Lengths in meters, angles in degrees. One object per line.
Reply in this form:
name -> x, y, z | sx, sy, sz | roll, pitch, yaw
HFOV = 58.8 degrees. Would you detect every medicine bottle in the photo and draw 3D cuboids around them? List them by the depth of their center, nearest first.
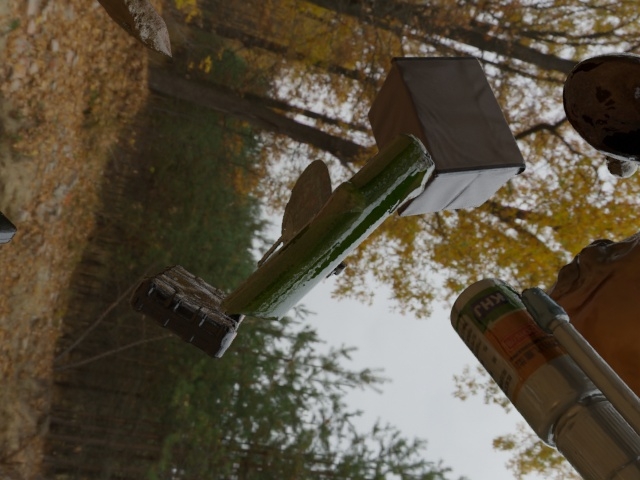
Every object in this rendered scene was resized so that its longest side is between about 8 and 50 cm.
medicine bottle -> 0.164, 0.096, 0.377 | 0.220, 0.062, 0.092 | -121, -164, -54

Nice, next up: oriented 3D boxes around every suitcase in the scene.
suitcase -> -0.259, 0.134, 1.162 | 0.066, 0.206, 0.285 | -58, -175, 2

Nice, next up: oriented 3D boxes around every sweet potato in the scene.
sweet potato -> -0.277, -0.335, 0.779 | 0.060, 0.206, 0.068 | -46, -159, 5

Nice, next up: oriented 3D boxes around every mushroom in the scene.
mushroom -> 0.432, -0.147, 0.801 | 0.147, 0.227, 0.217 | -56, 168, -9

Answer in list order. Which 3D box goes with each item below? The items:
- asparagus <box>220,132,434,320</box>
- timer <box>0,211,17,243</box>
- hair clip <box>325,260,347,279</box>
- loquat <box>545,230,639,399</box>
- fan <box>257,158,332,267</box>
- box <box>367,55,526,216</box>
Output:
asparagus -> 0.015, -0.008, 0.588 | 0.277, 0.060, 0.067 | -45, 152, -14
timer -> -0.653, -0.060, 1.009 | 0.055, 0.187, 0.144 | -49, 174, 8
hair clip -> 0.000, 0.000, 1.266 | 0.172, 0.049, 0.116 | 64, -32, 17
loquat -> 0.387, 0.133, 0.593 | 0.328, 0.329, 0.328 | -168, -90, -76
fan -> -0.052, -0.063, 1.235 | 0.294, 0.012, 0.223 | -17, -120, 57
box -> 0.212, -0.185, 1.014 | 0.153, 0.189, 0.252 | 117, -38, -58
